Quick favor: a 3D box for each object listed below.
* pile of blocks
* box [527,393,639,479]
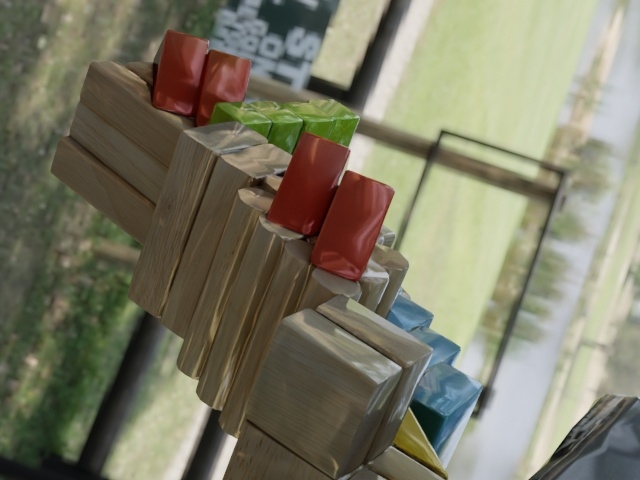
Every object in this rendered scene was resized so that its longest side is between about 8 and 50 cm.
[{"bbox_3d":[0.000,0.000,0.625,0.362,0.149,0.112,55,-50,51],"label":"pile of blocks"},{"bbox_3d":[0.116,0.281,0.345,0.293,0.395,0.212,-31,154,-46],"label":"box"}]
